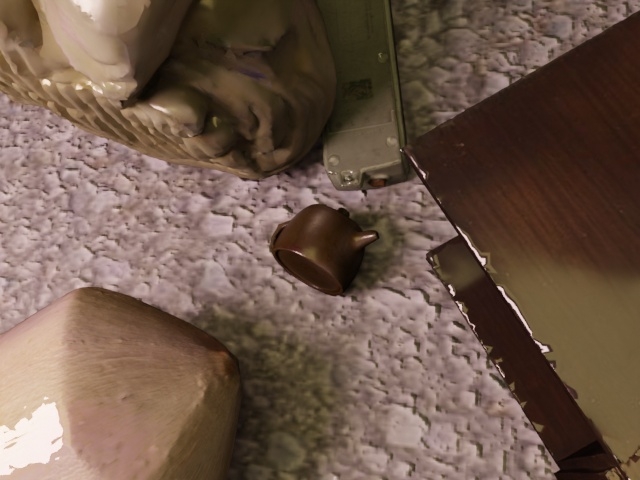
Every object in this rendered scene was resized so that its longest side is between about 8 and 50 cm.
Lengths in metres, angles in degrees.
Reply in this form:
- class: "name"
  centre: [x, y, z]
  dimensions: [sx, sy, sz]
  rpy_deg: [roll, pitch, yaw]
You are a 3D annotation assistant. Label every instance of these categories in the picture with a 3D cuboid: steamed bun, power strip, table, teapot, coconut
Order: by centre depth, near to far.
- class: "table"
  centre: [0.207, 0.049, 0.492]
  dimensions: [0.196, 0.250, 0.282]
  rpy_deg: [-31, 69, 2]
- class: "coconut"
  centre: [-0.169, 0.146, 0.571]
  dimensions: [0.234, 0.224, 0.224]
  rpy_deg: [-37, 68, 1]
- class: "steamed bun"
  centre: [-0.157, -0.215, 0.605]
  dimensions: [0.352, 0.339, 0.247]
  rpy_deg: [21, 84, 20]
- class: "teapot"
  centre: [0.000, 0.000, 0.652]
  dimensions: [0.121, 0.076, 0.068]
  rpy_deg: [10, 61, 46]
- class: "power strip"
  centre: [0.036, -0.171, 0.708]
  dimensions: [0.078, 0.052, 0.272]
  rpy_deg: [-8, 70, 10]
